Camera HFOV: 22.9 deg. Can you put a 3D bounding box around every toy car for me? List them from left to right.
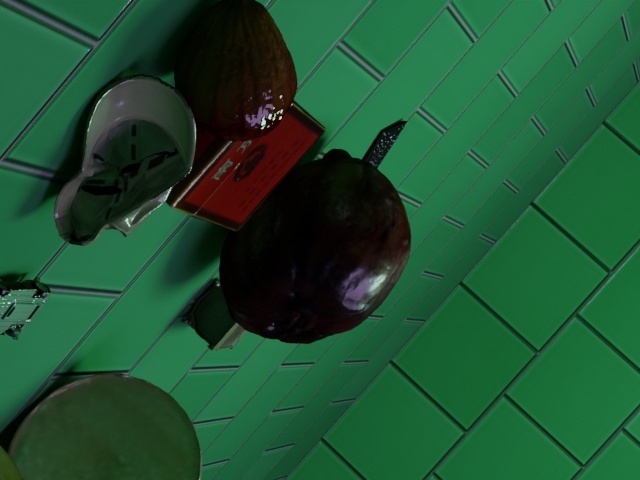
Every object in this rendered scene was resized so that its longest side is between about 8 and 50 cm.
[{"bbox_3d":[-0.297,0.060,1.463,0.059,0.035,0.122,-50,159,13],"label":"toy car"}]

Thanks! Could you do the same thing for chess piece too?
[{"bbox_3d":[-0.267,0.330,1.996,0.234,0.234,0.442,-43,170,-17],"label":"chess piece"}]

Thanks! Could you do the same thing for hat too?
[{"bbox_3d":[-0.176,-0.079,1.400,0.122,0.081,0.166,-3,134,-13],"label":"hat"}]

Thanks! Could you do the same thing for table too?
[{"bbox_3d":[-0.127,0.096,2.065,0.079,0.062,0.083,-49,167,11],"label":"table"}]

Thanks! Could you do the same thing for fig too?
[{"bbox_3d":[-0.063,-0.165,1.403,0.153,0.119,0.119,-65,165,8],"label":"fig"},{"bbox_3d":[0.000,0.012,1.915,0.263,0.224,0.224,-39,165,-23],"label":"fig"}]

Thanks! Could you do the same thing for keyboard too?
[{"bbox_3d":[0.059,-0.089,2.238,0.067,0.011,0.202,-30,158,-51],"label":"keyboard"}]

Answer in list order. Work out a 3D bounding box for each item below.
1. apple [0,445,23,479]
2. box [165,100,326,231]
[{"bbox_3d":[-0.458,0.397,1.647,0.360,0.320,0.311,-29,-169,-41],"label":"apple"},{"bbox_3d":[-0.088,-0.095,1.601,0.153,0.074,0.240,-44,167,5],"label":"box"}]
